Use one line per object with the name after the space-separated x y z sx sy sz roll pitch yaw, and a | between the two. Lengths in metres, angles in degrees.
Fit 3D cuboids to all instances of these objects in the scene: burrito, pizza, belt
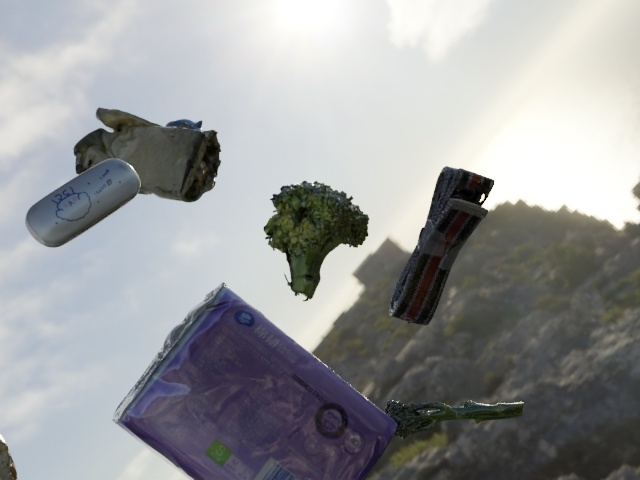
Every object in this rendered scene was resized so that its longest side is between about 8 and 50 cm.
-0.390 -0.185 2.149 0.135 0.332 0.190 45 -119 -63 | burrito
-0.656 0.527 1.974 0.071 0.296 0.189 -16 7 -37 | pizza
0.246 0.014 1.986 0.126 0.094 0.359 -110 40 -64 | belt

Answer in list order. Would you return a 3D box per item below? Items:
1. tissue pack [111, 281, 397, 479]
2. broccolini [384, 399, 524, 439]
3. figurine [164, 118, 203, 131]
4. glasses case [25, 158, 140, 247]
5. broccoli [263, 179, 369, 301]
-0.099 0.256 1.362 0.242 0.338 0.160 -52 7 -19 | tissue pack
0.205 0.273 1.455 0.067 0.216 0.058 170 101 -80 | broccolini
-0.408 -0.272 2.616 0.178 0.145 0.114 -46 -41 -43 | figurine
-0.361 -0.059 1.460 0.197 0.076 0.049 -38 -4 -35 | glasses case
0.010 -0.014 2.123 0.180 0.272 0.242 -15 -18 38 | broccoli
